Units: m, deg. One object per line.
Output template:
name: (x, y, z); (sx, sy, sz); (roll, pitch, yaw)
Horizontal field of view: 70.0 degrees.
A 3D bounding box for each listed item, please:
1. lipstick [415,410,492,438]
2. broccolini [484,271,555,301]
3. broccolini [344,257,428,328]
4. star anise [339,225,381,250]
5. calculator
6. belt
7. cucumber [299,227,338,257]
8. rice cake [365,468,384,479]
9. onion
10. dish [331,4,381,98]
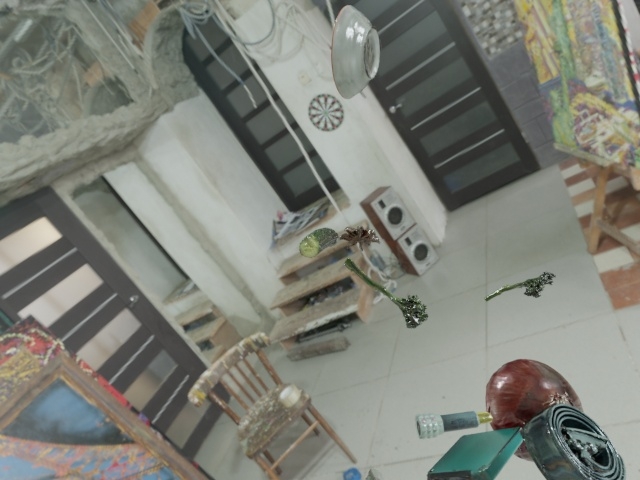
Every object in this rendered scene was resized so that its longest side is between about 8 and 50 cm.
lipstick: (0.206, 0.279, 0.704); (0.116, 0.037, 0.037); (-6, 14, -5)
broccolini: (0.692, 0.187, 1.619); (0.123, 0.062, 0.271); (-22, -8, -43)
broccolini: (0.159, 0.119, 1.137); (0.071, 0.254, 0.057); (-21, -36, -52)
star anise: (0.131, -0.014, 1.527); (0.141, 0.141, 0.042); (-24, 49, 39)
calculator: (0.482, 0.674, 1.413); (0.248, 0.058, 0.274); (-22, -14, -42)
belt: (0.618, 0.505, 1.097); (0.116, 0.268, 0.206); (-52, 37, 33)
cucumber: (0.001, 0.000, 1.115); (0.058, 0.058, 0.187); (-31, -1, 17)
rice cake: (0.157, 0.674, 1.281); (0.036, 0.047, 0.206); (-56, -11, -14)
onion: (0.742, 0.565, 1.536); (0.347, 0.347, 0.285); (-43, -7, -25)
dish: (0.121, -0.552, 1.350); (0.085, 0.260, 0.260); (10, 37, 24)
